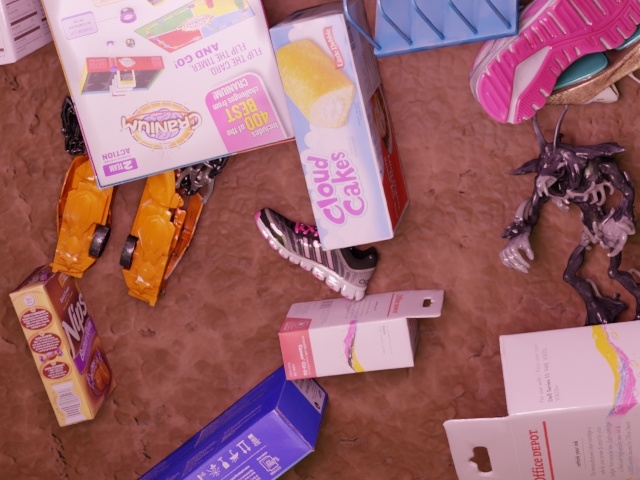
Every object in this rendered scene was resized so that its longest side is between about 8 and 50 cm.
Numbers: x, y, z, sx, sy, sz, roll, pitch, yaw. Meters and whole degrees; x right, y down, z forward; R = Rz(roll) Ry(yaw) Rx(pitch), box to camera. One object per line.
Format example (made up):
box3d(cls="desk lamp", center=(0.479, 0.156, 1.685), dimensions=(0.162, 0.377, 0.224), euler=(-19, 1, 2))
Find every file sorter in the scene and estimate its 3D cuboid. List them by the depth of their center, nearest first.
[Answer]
box3d(cls="file sorter", center=(0.121, -0.286, 1.484), dimensions=(0.170, 0.104, 0.118), euler=(-5, 71, 27))

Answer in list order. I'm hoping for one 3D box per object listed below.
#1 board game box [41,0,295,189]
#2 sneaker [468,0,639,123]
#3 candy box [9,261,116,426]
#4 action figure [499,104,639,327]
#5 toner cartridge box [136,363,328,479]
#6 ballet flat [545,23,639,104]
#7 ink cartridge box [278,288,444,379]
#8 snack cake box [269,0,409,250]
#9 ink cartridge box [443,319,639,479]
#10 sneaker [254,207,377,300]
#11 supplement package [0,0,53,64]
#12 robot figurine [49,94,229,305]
box3d(cls="board game box", center=(-0.179, -0.240, 1.526), dimensions=(0.242, 0.064, 0.317), euler=(-14, 107, 1))
box3d(cls="sneaker", center=(0.260, -0.240, 1.542), dimensions=(0.252, 0.111, 0.103), euler=(-38, 111, -7))
box3d(cls="candy box", center=(-0.327, 0.129, 1.727), dimensions=(0.053, 0.109, 0.187), euler=(-16, 105, 12))
box3d(cls="action figure", center=(0.304, -0.013, 1.578), dimensions=(0.164, 0.141, 0.276), euler=(-15, 110, 40))
box3d(cls="toner cartridge box", center=(-0.148, 0.304, 1.727), dimensions=(0.348, 0.165, 0.075), euler=(-39, 98, 17))
box3d(cls="ballet flat", center=(0.343, -0.198, 1.561), dimensions=(0.206, 0.073, 0.067), euler=(-29, 115, 19))
box3d(cls="ink cartridge box", center=(0.057, 0.114, 1.667), dimensions=(0.198, 0.115, 0.067), euler=(-7, 105, 10))
box3d(cls="snack cake box", center=(0.026, -0.139, 1.575), dimensions=(0.089, 0.152, 0.264), euler=(-11, 105, 13))
box3d(cls="ink cartridge box", center=(0.329, 0.199, 1.609), dimensions=(0.353, 0.119, 0.207), euler=(-7, 142, 9))
box3d(cls="sneaker", center=(0.000, 0.000, 1.670), dimensions=(0.170, 0.063, 0.075), euler=(34, 106, -7))
box3d(cls="supplement package", center=(-0.458, -0.276, 1.571), dimensions=(0.261, 0.204, 0.145), euler=(-7, 108, 10))
box3d(cls="robot figurine", center=(-0.228, -0.077, 1.664), dimensions=(0.211, 0.085, 0.291), euler=(19, 109, 1))
